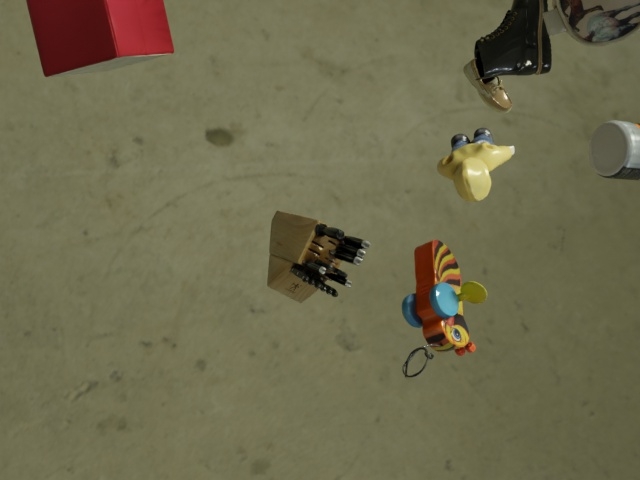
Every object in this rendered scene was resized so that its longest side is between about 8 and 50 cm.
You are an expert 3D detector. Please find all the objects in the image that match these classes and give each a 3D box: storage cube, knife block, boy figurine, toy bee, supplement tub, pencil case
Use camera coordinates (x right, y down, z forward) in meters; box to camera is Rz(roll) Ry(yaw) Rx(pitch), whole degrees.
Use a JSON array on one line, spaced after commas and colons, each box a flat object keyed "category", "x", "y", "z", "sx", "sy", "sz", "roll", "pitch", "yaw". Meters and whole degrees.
[{"category": "storage cube", "x": -0.418, "y": -0.426, "z": 1.800, "sx": 0.184, "sy": 0.215, "sz": 0.193, "roll": -26, "pitch": 107, "yaw": -61}, {"category": "knife block", "x": 0.000, "y": 0.000, "z": 1.866, "sx": 0.088, "sy": 0.242, "sz": 0.275, "roll": 30, "pitch": 39, "yaw": -26}, {"category": "boy figurine", "x": 0.348, "y": -0.174, "z": 2.120, "sx": 0.285, "sy": 0.177, "sz": 0.092, "roll": -74, "pitch": 147, "yaw": -65}, {"category": "toy bee", "x": 0.238, "y": 0.158, "z": 1.897, "sx": 0.162, "sy": 0.195, "sz": 0.298, "roll": 33, "pitch": 71, "yaw": -32}, {"category": "supplement tub", "x": 0.647, "y": -0.179, "z": 1.917, "sx": 0.191, "sy": 0.117, "sz": 0.117, "roll": 0, "pitch": 56, "yaw": -30}, {"category": "pencil case", "x": 0.528, "y": -0.485, "z": 1.680, "sx": 0.410, "sy": 0.184, "sz": 0.159, "roll": -50, "pitch": 130, "yaw": -48}]

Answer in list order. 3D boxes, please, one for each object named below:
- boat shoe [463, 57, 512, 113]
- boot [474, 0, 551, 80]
[{"category": "boat shoe", "x": 0.355, "y": -0.325, "z": 1.990, "sx": 0.050, "sy": 0.045, "sz": 0.135, "roll": -41, "pitch": 87, "yaw": -25}, {"category": "boot", "x": 0.331, "y": -0.387, "z": 1.691, "sx": 0.137, "sy": 0.077, "sz": 0.197, "roll": -11, "pitch": 93, "yaw": -8}]
